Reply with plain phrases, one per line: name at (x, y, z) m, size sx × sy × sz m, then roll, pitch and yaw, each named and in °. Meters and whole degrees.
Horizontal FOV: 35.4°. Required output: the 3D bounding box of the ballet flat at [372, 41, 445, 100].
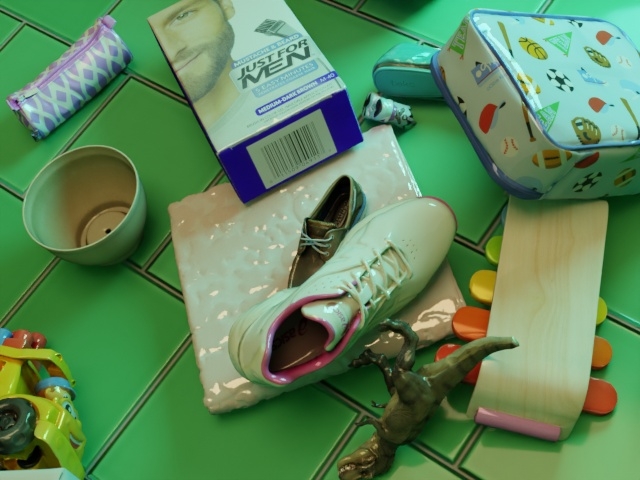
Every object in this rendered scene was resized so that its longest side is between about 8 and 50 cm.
ballet flat at (0.193, -0.223, 1.340) m, size 0.247 × 0.083 × 0.087 m, roll 14°, pitch 51°, yaw 20°

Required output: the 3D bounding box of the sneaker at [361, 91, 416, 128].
sneaker at (0.097, -0.171, 1.358) m, size 0.098 × 0.069 × 0.038 m, roll -123°, pitch 52°, yaw -68°

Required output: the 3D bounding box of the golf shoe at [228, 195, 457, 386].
golf shoe at (0.038, 0.064, 1.109) m, size 0.306 × 0.140 × 0.115 m, roll -39°, pitch 100°, yaw -5°

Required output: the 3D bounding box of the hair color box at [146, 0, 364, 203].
hair color box at (-0.097, -0.225, 1.371) m, size 0.185 × 0.110 × 0.339 m, roll -28°, pitch 46°, yaw -4°

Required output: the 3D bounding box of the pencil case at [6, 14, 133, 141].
pencil case at (-0.378, -0.244, 1.502) m, size 0.086 × 0.088 × 0.206 m, roll 38°, pitch 75°, yaw 28°

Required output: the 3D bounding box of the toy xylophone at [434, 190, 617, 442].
toy xylophone at (0.277, 0.072, 1.138) m, size 0.236 × 0.081 × 0.323 m, roll 20°, pitch 64°, yaw 8°

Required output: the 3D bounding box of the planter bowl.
planter bowl at (-0.300, -0.032, 1.345) m, size 0.162 × 0.109 × 0.162 m, roll -7°, pitch 60°, yaw 12°

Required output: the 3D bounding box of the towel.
towel at (-0.015, 0.032, 1.265) m, size 0.331 × 0.053 × 0.317 m, roll -20°, pitch 57°, yaw 3°

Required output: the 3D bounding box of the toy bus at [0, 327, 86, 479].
toy bus at (-0.375, 0.195, 1.231) m, size 0.220 × 0.150 × 0.211 m, roll 5°, pitch 46°, yaw 16°

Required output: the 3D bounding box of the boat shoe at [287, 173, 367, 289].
boat shoe at (0.000, 0.000, 1.209) m, size 0.066 × 0.066 × 0.183 m, roll 11°, pitch 63°, yaw 20°

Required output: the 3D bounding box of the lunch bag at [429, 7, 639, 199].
lunch bag at (0.286, -0.167, 1.180) m, size 0.303 × 0.115 × 0.243 m, roll -4°, pitch 55°, yaw -38°

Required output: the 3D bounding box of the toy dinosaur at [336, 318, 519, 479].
toy dinosaur at (0.094, 0.152, 1.100) m, size 0.118 × 0.064 × 0.268 m, roll 51°, pitch 119°, yaw 19°

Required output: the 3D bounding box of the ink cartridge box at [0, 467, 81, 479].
ink cartridge box at (-0.394, 0.357, 1.049) m, size 0.384 × 0.279 × 0.161 m, roll -4°, pitch 59°, yaw 12°
